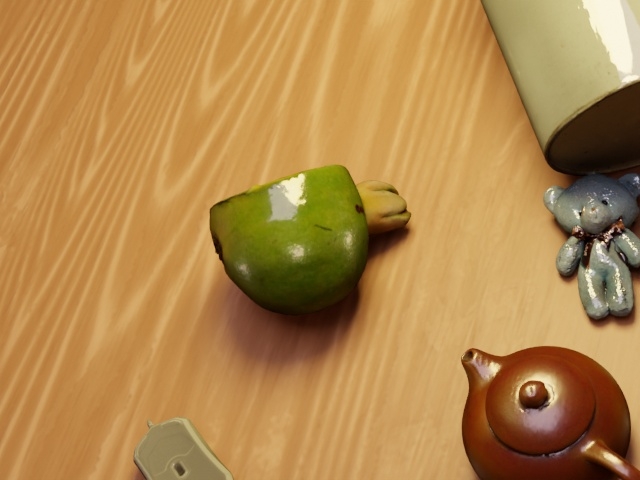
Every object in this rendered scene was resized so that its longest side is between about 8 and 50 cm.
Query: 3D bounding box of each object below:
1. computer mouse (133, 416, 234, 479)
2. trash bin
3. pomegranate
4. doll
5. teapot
[{"bbox_3d":[-0.156,0.270,1.512,0.089,0.056,0.182,-34,46,-11],"label":"computer mouse"},{"bbox_3d":[0.315,-0.321,1.560,0.280,0.280,0.432,-18,68,8],"label":"trash bin"},{"bbox_3d":[-0.013,0.005,1.590,0.190,0.241,0.159,-22,86,32],"label":"pomegranate"},{"bbox_3d":[0.317,-0.002,1.511,0.120,0.075,0.180,-9,55,18],"label":"doll"},{"bbox_3d":[0.245,0.196,1.370,0.178,0.135,0.252,-48,54,-9],"label":"teapot"}]
